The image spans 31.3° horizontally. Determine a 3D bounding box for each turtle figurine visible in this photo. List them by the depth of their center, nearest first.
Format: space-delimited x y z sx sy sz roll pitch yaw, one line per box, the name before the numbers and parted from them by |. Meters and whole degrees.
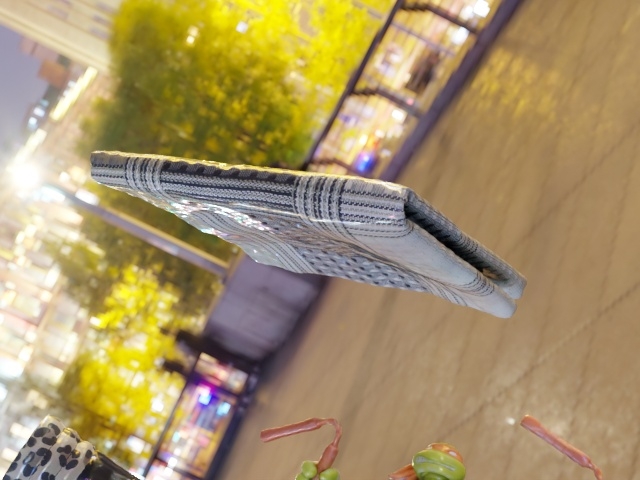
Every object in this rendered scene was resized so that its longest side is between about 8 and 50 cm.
turtle figurine | 0.061 0.231 0.836 0.087 0.270 0.217 71 -149 -49

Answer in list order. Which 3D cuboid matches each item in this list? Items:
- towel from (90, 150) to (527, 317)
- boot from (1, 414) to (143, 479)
towel | 0.000 0.000 1.018 0.324 0.312 0.056 28 -107 -59
boot | -0.137 0.230 0.688 0.236 0.179 0.085 -58 2 20
